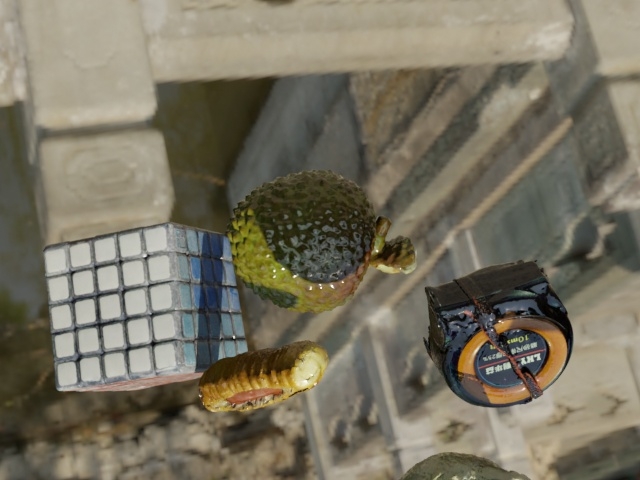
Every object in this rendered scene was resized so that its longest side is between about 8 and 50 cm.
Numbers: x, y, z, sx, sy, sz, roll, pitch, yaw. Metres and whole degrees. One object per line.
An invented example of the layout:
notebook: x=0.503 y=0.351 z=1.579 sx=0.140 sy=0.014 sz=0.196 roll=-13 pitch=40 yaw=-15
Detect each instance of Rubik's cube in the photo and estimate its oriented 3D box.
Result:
Rubik's cube: x=-0.277 y=0.109 z=1.908 sx=0.238 sy=0.237 sz=0.237 roll=-12 pitch=171 yaw=20

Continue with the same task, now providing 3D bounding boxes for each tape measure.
tape measure: x=0.253 y=0.133 z=1.707 sx=0.202 sy=0.135 sz=0.223 roll=-17 pitch=124 yaw=-3

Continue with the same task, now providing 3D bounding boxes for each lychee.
lychee: x=-0.012 y=-0.001 z=2.189 sx=0.320 sy=0.270 sz=0.270 roll=-18 pitch=165 yaw=-25

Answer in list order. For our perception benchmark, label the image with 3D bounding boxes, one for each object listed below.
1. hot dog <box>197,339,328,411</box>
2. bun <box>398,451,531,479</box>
hot dog: x=-0.091 y=0.191 z=1.688 sx=0.068 sy=0.083 sz=0.289 roll=24 pitch=154 yaw=-28
bun: x=0.188 y=0.392 z=1.545 sx=0.239 sy=0.239 sz=0.141 roll=-13 pitch=-175 yaw=0
